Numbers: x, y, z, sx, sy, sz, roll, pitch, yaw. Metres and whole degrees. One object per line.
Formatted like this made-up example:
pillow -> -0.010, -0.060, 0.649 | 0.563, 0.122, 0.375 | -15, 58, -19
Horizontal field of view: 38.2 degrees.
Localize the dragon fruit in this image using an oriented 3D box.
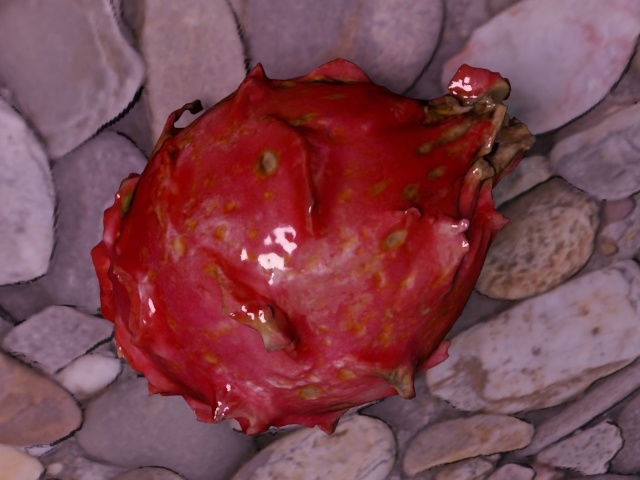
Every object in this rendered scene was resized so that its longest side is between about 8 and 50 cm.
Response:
dragon fruit -> 0.000, 0.000, 0.525 | 0.268, 0.210, 0.205 | -30, 107, 15
